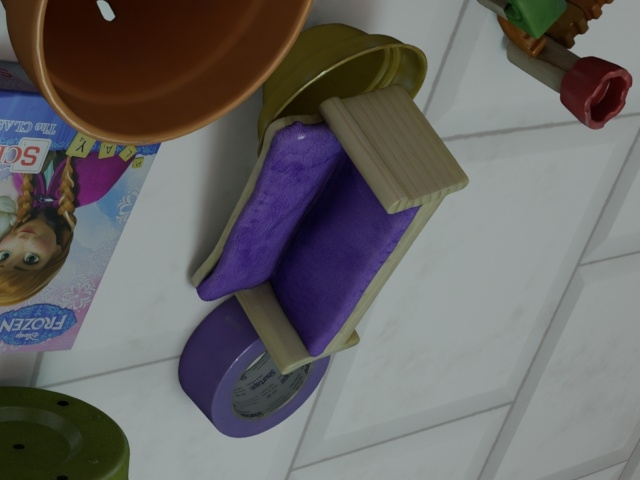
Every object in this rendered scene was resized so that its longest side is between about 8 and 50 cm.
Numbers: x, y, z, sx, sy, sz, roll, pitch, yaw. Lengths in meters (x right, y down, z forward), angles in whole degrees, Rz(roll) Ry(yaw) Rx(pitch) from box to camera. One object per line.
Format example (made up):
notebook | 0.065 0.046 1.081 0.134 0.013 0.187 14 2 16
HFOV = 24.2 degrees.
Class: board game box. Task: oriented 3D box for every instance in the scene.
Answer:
board game box | -0.335 -0.025 1.491 0.319 0.066 0.318 0 124 -46

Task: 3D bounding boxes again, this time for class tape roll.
tape roll | -0.083 0.157 1.922 0.189 0.080 0.189 -27 140 -26

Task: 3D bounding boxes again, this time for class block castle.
block castle | 0.327 -0.355 1.718 0.303 0.213 0.453 -48 145 -4

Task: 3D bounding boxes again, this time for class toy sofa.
toy sofa | 0.000 0.000 1.703 0.177 0.150 0.362 -18 154 -34

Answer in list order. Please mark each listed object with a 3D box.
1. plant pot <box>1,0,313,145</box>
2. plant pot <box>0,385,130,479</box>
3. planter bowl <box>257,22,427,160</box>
plant pot | -0.172 -0.257 1.315 0.291 0.203 0.291 -28 141 -26
plant pot | -0.347 0.366 1.659 0.366 0.366 0.353 -9 119 -41
planter bowl | 0.004 -0.175 1.657 0.217 0.090 0.217 -28 159 -12
